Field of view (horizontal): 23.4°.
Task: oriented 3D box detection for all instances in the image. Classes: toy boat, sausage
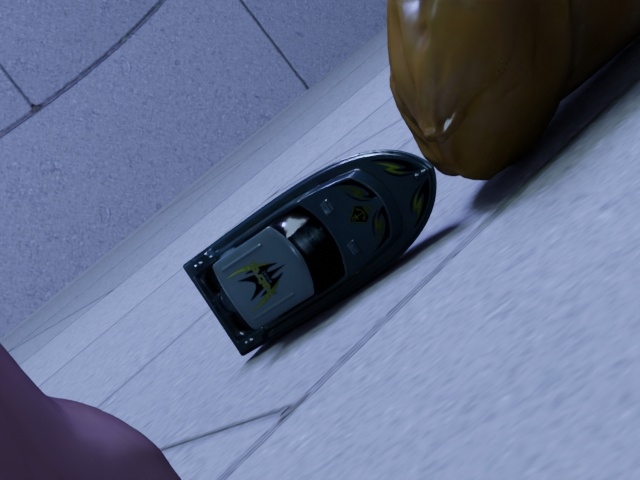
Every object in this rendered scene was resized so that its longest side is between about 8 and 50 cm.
[{"bbox_3d":[0.000,0.000,0.707,0.141,0.055,0.060,-33,1,32],"label":"toy boat"},{"bbox_3d":[0.124,-0.150,0.766,0.354,0.116,0.134,-43,-35,-41],"label":"sausage"}]

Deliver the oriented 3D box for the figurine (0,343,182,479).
[{"bbox_3d":[-0.172,0.087,0.355,0.269,0.211,0.261,-35,7,14],"label":"figurine"}]
